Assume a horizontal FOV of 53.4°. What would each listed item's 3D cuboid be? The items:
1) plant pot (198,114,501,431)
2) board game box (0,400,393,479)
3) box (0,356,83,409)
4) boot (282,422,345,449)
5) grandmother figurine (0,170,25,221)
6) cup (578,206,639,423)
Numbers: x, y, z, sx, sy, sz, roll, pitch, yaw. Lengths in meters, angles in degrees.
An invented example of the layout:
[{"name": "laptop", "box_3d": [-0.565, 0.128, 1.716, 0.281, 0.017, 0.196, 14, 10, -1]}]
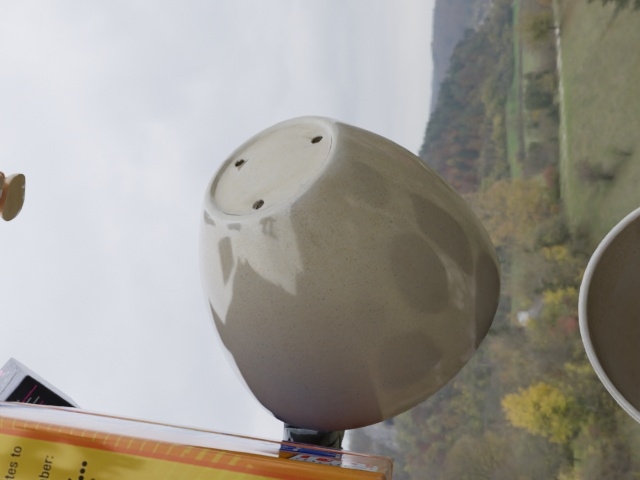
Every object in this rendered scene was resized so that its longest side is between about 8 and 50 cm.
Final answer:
[{"name": "plant pot", "box_3d": [0.000, 0.000, 0.585, 0.191, 0.284, 0.284, 57, -148, -37]}, {"name": "board game box", "box_3d": [-0.140, 0.329, 0.495, 0.356, 0.356, 0.356, 68, -151, -72]}, {"name": "box", "box_3d": [-0.528, 0.339, 1.040, 0.142, 0.163, 0.247, 48, -114, -26]}, {"name": "boot", "box_3d": [-0.006, 0.291, 0.860, 0.246, 0.094, 0.207, -71, -17, -74]}, {"name": "grandmother figurine", "box_3d": [-0.601, -0.114, 0.872, 0.208, 0.342, 0.104, 76, -145, -89]}, {"name": "cup", "box_3d": [0.507, 0.127, 0.773, 0.237, 0.331, 0.331, 45, -134, -50]}]
